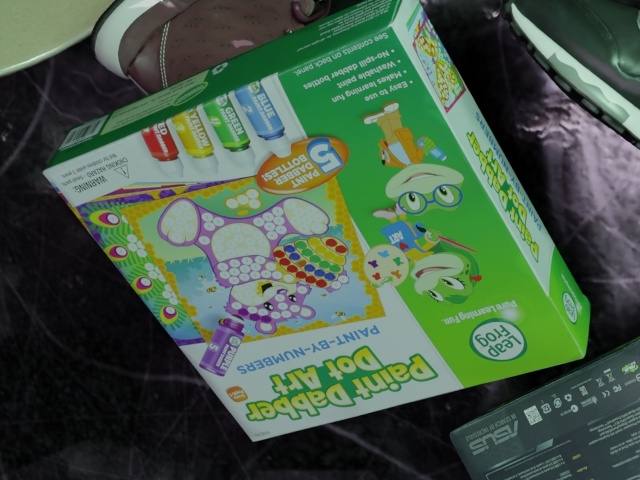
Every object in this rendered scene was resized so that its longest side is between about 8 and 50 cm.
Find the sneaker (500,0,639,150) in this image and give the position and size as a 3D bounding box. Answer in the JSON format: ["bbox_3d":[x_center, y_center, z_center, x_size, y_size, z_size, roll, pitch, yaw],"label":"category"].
[{"bbox_3d":[0.235,-0.080,0.659,0.283,0.107,0.124,37,102,6],"label":"sneaker"}]

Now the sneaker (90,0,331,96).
[{"bbox_3d":[0.001,-0.148,0.743,0.281,0.106,0.162,-36,99,34],"label":"sneaker"}]

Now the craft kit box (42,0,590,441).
[{"bbox_3d":[0.000,0.000,0.752,0.249,0.061,0.247,-19,123,28],"label":"craft kit box"}]

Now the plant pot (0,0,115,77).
[{"bbox_3d":[-0.244,-0.277,0.745,0.256,0.256,0.274,-42,70,29],"label":"plant pot"}]

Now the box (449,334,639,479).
[{"bbox_3d":[0.218,0.145,0.728,0.232,0.059,0.183,-33,80,30],"label":"box"}]
